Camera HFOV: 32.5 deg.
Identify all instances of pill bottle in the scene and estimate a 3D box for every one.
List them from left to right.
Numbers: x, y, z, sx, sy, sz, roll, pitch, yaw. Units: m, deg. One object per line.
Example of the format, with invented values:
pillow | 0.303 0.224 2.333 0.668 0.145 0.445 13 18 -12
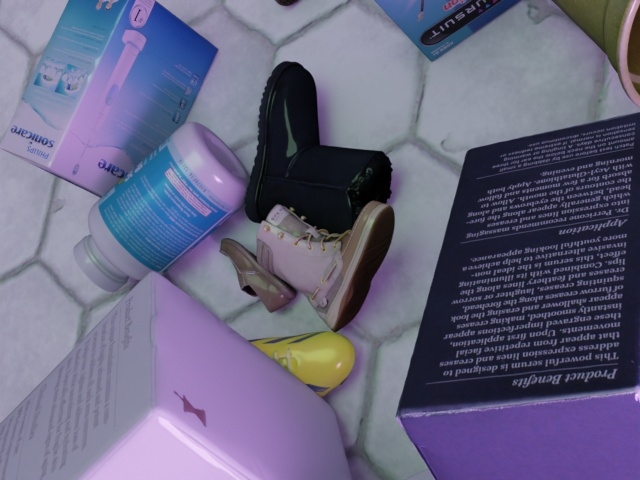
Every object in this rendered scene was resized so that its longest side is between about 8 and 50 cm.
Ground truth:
pill bottle | -0.236 -0.040 1.603 0.264 0.146 0.146 -40 59 12

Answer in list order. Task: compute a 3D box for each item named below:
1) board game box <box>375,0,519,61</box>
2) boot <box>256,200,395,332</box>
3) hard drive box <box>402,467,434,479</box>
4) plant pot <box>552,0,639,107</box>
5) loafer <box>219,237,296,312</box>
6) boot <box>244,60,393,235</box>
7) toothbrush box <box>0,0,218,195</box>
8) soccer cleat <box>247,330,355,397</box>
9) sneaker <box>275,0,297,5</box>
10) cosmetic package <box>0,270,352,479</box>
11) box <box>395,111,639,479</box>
board game box | 0.165 -0.390 1.380 0.254 0.336 0.079 -33 60 16
boot | 0.000 0.000 1.428 0.165 0.077 0.213 39 135 20
hard drive box | 0.120 0.380 1.292 0.232 0.089 0.181 -31 60 18
plant pot | 0.387 -0.327 1.300 0.276 0.276 0.254 -47 46 8
loafer | -0.098 0.048 1.548 0.148 0.056 0.050 38 88 33
boot | 0.010 -0.123 1.520 0.207 0.094 0.246 9 85 35
toothbrush box | -0.316 -0.219 1.669 0.126 0.216 0.295 20 85 34
soccer cleat | -0.094 0.171 1.465 0.289 0.121 0.093 -9 69 27
sneaker | -0.015 -0.444 1.663 0.188 0.066 0.071 -42 57 10
cosmetic package | -0.205 0.322 1.279 0.394 0.327 0.329 -44 22 12
box | 0.257 0.113 1.086 0.212 0.293 0.395 -10 36 27
